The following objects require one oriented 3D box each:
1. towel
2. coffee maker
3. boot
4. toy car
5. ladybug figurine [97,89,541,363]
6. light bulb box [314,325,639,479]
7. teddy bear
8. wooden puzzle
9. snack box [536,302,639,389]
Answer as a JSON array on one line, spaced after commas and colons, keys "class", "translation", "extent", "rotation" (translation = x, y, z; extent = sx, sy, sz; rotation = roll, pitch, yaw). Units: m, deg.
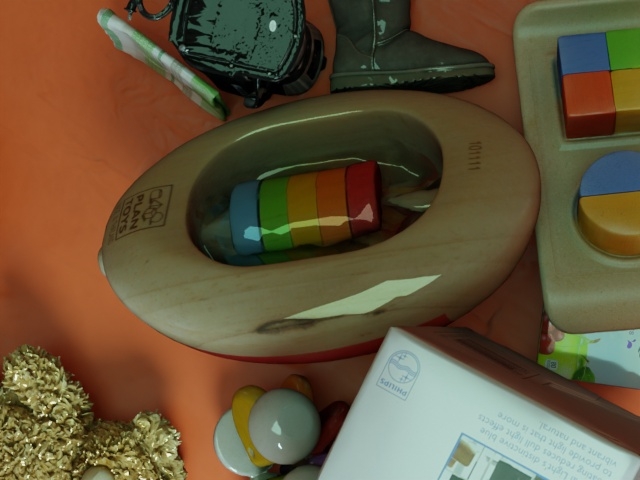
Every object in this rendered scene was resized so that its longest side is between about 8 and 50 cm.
[{"class": "towel", "translation": [-0.164, -0.181, 1.551], "extent": [0.152, 0.113, 0.023], "rotation": [37, 88, 8]}, {"class": "coffee maker", "translation": [-0.085, -0.215, 1.505], "extent": [0.171, 0.178, 0.120], "rotation": [36, 91, 6]}, {"class": "boot", "translation": [0.086, -0.258, 1.541], "extent": [0.190, 0.076, 0.208], "rotation": [-1, 81, 7]}, {"class": "toy car", "translation": [-0.017, 0.224, 1.513], "extent": [0.136, 0.159, 0.182], "rotation": [-17, 84, -28]}, {"class": "ladybug figurine", "translation": [0.000, 0.000, 1.462], "extent": [0.449, 0.162, 0.305], "rotation": [-6, 49, 15]}, {"class": "light bulb box", "translation": [0.114, 0.282, 1.294], "extent": [0.225, 0.358, 0.361], "rotation": [27, 93, 16]}, {"class": "teddy bear", "translation": [-0.314, 0.230, 1.564], "extent": [0.338, 0.113, 0.245], "rotation": [33, 96, 9]}, {"class": "wooden puzzle", "translation": [0.361, -0.096, 1.424], "extent": [0.322, 0.080, 0.348], "rotation": [-5, 69, 5]}, {"class": "snack box", "translation": [0.315, 0.044, 1.486], "extent": [0.174, 0.070, 0.207], "rotation": [8, 90, 9]}]
